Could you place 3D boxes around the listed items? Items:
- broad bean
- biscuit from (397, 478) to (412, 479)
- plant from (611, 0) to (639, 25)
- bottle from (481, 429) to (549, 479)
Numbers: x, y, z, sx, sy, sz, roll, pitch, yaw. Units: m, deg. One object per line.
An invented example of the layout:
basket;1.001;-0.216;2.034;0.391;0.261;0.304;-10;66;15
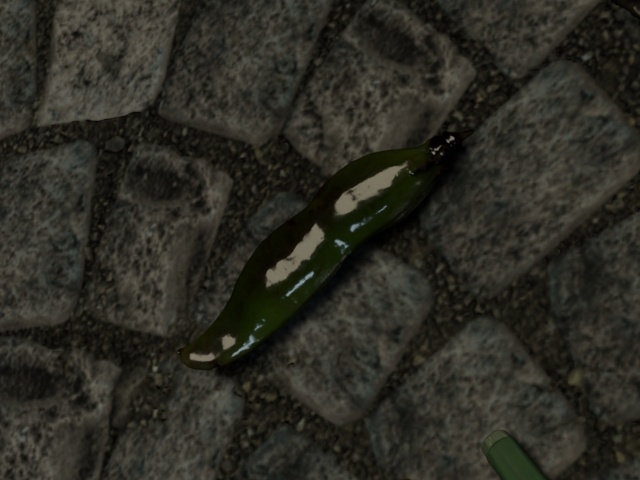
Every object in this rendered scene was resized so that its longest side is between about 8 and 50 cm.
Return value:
broad bean;0.000;0.000;1.481;0.339;0.061;0.077;-42;64;13
biscuit;0.119;0.278;1.230;0.036;0.165;0.250;-24;52;-16
plant;0.272;-0.238;1.304;0.142;0.203;0.131;-36;61;11
bottle;0.161;0.188;1.308;0.030;0.030;0.083;-46;51;10
